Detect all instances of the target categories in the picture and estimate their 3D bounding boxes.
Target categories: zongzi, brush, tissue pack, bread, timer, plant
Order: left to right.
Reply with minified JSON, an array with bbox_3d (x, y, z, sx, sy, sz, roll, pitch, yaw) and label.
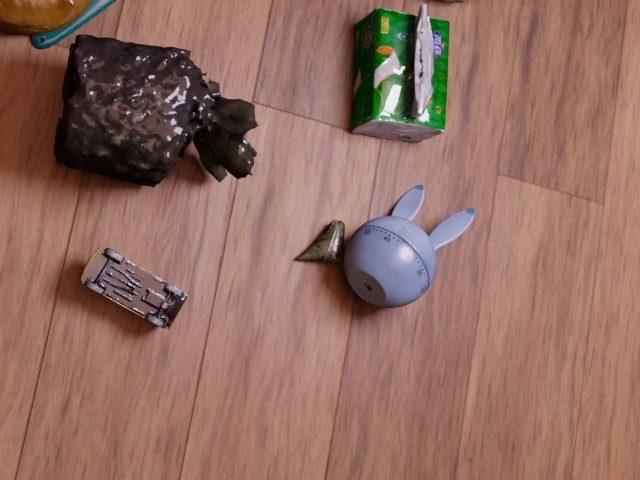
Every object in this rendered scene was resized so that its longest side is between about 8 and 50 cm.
[{"bbox_3d":[-0.455,-0.432,1.422,0.268,0.146,0.268,2,81,-11],"label":"bread"},{"bbox_3d":[-0.385,-0.373,1.517,0.193,0.032,0.043,-41,100,-8],"label":"brush"},{"bbox_3d":[-0.244,-0.189,1.448,0.312,0.215,0.213,6,85,-16],"label":"plant"},{"bbox_3d":[0.000,0.000,1.626,0.083,0.040,0.076,4,75,-4],"label":"zongzi"},{"bbox_3d":[0.145,0.021,1.636,0.255,0.175,0.175,-29,96,-52],"label":"timer"},{"bbox_3d":[0.152,-0.296,1.654,0.148,0.156,0.209,7,80,-23],"label":"tissue pack"}]

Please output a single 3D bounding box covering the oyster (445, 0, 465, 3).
[{"bbox_3d":[0.242,-0.517,1.762,0.294,0.094,0.166,-10,69,-13],"label":"oyster"}]

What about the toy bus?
[{"bbox_3d":[-0.295,0.074,1.474,0.162,0.074,0.069,33,81,-18],"label":"toy bus"}]
